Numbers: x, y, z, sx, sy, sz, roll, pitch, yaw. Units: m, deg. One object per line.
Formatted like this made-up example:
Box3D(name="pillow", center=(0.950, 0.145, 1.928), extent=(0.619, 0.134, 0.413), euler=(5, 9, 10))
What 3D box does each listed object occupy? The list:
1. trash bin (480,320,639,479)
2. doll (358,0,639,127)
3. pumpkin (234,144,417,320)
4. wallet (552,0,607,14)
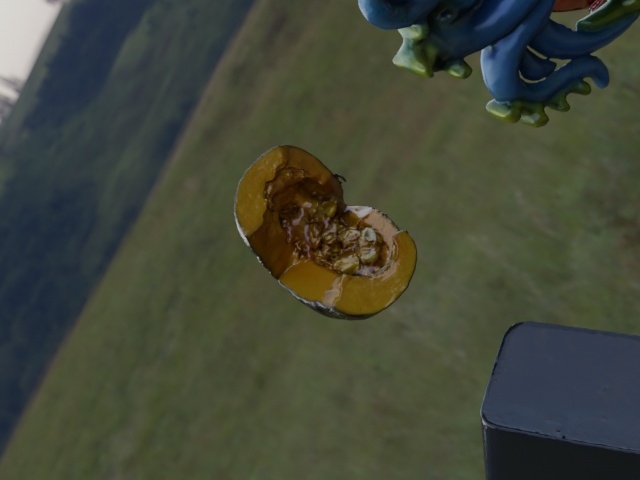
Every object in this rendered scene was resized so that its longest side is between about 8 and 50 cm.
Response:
Box3D(name="trash bin", center=(0.200, 0.166, 1.145), extent=(0.225, 0.165, 0.115), euler=(76, -150, -46))
Box3D(name="doll", center=(0.170, -0.245, 1.289), extent=(0.341, 0.346, 0.099), euler=(-32, 33, -25))
Box3D(name="pumpkin", center=(0.000, 0.000, 1.580), extent=(0.119, 0.183, 0.107), euler=(-46, -4, -16))
Box3D(name="wallet", center=(0.300, -0.270, 1.555), extent=(0.204, 0.142, 0.045), euler=(133, 125, -65))
